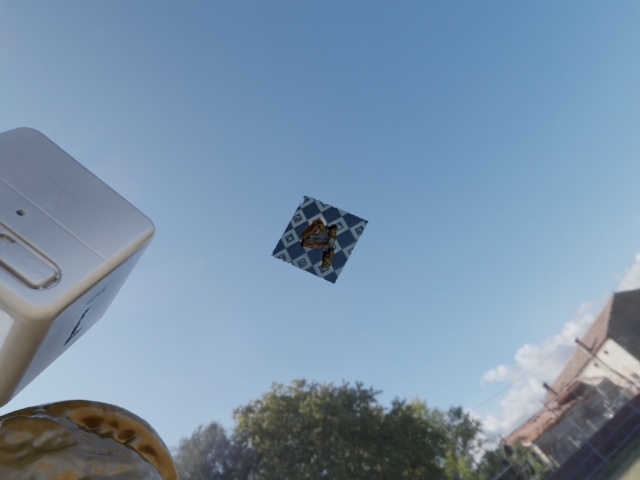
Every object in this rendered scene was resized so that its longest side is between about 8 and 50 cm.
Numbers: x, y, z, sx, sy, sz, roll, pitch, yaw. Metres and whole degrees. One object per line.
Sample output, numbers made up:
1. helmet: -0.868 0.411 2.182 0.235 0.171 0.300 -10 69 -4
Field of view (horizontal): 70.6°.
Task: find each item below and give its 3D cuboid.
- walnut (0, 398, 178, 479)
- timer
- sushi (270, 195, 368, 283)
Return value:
1. walnut: -0.270 0.289 0.455 0.256 0.257 0.224 -21 -10 -28
2. timer: -0.338 0.026 0.493 0.195 0.192 0.194 -47 8 31
3. sushi: 0.000 0.000 0.735 0.120 0.126 0.026 -60 -25 -14
